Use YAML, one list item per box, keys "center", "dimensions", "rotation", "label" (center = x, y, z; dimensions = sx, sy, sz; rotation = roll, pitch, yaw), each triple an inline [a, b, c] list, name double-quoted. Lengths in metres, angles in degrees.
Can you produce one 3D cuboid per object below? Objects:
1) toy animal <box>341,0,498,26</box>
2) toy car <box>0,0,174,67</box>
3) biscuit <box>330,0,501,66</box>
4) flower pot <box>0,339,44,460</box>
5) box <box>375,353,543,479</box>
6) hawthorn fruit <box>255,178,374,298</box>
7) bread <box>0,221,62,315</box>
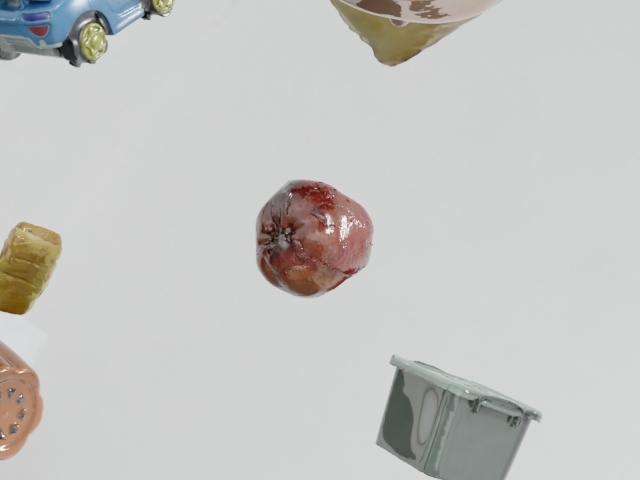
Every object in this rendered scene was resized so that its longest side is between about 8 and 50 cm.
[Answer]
- center: [0.088, -0.332, 1.384]
  dimensions: [0.237, 0.269, 0.326]
  rotation: [5, -42, 2]
  label: "toy animal"
- center: [-0.344, -0.362, 2.119]
  dimensions: [0.198, 0.314, 0.166]
  rotation: [12, -52, 33]
  label: "toy car"
- center: [0.103, -0.435, 1.721]
  dimensions: [0.446, 0.104, 0.429]
  rotation: [-28, -56, 37]
  label: "biscuit"
- center: [-0.457, 0.196, 1.917]
  dimensions: [0.173, 0.191, 0.190]
  rotation: [14, -18, 37]
  label: "flower pot"
- center: [0.181, 0.259, 2.087]
  dimensions: [0.163, 0.135, 0.243]
  rotation: [20, 0, -22]
  label: "box"
- center: [0.000, 0.000, 1.881]
  dimensions: [0.172, 0.148, 0.148]
  rotation: [4, 20, -47]
  label: "hawthorn fruit"
- center: [-0.375, 0.037, 1.881]
  dimensions: [0.074, 0.132, 0.053]
  rotation: [24, 33, -19]
  label: "bread"
